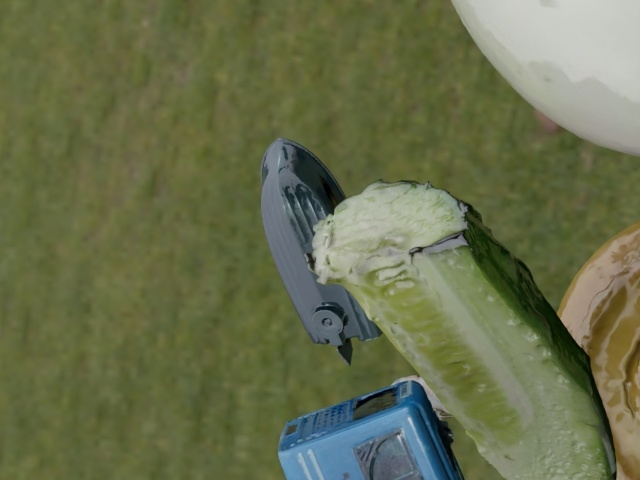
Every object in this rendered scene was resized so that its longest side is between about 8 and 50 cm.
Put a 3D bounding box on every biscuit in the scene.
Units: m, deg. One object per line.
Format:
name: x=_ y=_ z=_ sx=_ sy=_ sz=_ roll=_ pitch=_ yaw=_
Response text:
biscuit: x=0.341 y=0.114 z=1.622 sx=0.102 sy=0.296 sz=0.296 roll=-50 pitch=-25 yaw=-78

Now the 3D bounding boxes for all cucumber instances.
cucumber: x=0.135 y=0.083 z=1.427 sx=0.145 sy=0.325 sz=0.105 roll=-17 pitch=37 yaw=30

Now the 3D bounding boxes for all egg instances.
egg: x=0.229 y=-0.208 z=1.342 sx=0.283 sy=0.283 sz=0.345 roll=-53 pitch=47 yaw=42

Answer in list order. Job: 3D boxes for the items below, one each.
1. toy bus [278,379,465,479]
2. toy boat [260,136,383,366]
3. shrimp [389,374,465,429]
toy bus: x=0.061 y=0.230 z=1.322 sx=0.113 sy=0.134 sz=0.246 roll=-66 pitch=-47 yaw=-83
toy boat: x=0.000 y=0.000 z=1.900 sx=0.093 sy=0.246 sz=0.103 roll=-7 pitch=33 yaw=26
shrimp: x=0.138 y=0.254 z=2.216 sx=0.148 sy=0.035 sz=0.195 roll=6 pitch=108 yaw=29
